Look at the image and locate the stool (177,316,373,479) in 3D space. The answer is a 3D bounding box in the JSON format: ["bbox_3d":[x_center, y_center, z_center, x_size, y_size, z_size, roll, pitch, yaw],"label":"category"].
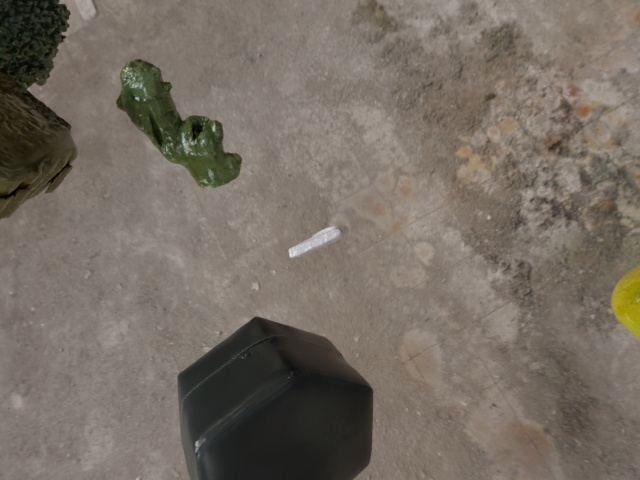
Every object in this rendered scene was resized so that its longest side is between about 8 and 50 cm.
[{"bbox_3d":[-0.056,0.214,0.581,0.232,0.232,0.141,-40,35,-7],"label":"stool"}]

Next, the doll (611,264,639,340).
[{"bbox_3d":[0.332,-0.070,0.227,0.187,0.376,0.365,36,69,22],"label":"doll"}]

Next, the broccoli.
[{"bbox_3d":[-0.673,-0.437,0.947,0.271,0.335,0.324,9,47,6],"label":"broccoli"}]

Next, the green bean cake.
[{"bbox_3d":[-0.597,-0.162,0.780,0.202,0.285,0.310,-41,105,14],"label":"green bean cake"}]

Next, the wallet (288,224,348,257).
[{"bbox_3d":[0.000,0.000,1.021,0.124,0.183,0.032,-26,89,7],"label":"wallet"}]

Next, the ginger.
[{"bbox_3d":[-0.266,-0.214,0.938,0.290,0.137,0.089,43,48,-28],"label":"ginger"}]
